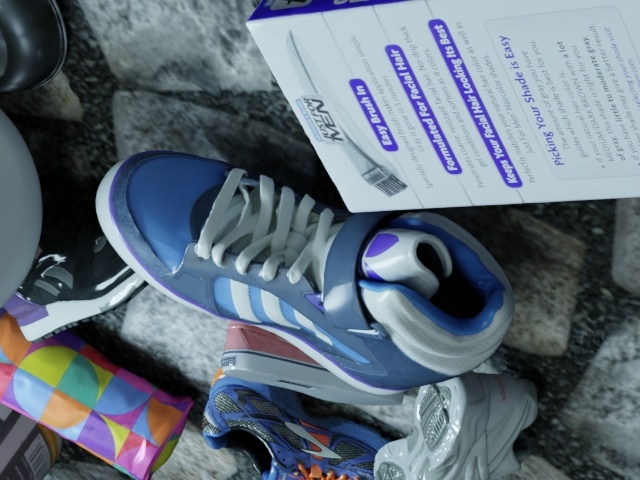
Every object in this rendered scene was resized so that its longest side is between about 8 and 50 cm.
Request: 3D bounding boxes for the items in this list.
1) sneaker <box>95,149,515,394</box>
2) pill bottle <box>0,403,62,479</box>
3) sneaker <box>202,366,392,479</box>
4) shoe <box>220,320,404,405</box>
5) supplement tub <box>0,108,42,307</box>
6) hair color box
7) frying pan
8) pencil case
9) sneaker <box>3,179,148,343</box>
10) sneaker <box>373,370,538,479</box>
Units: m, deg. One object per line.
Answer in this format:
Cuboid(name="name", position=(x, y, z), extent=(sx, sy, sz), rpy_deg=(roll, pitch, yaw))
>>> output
Cuboid(name="sneaker", position=(0.000, 0.001, 1.535), extent=(0.323, 0.130, 0.236), rpy_deg=(32, 154, -11))
Cuboid(name="pill bottle", position=(-0.391, 0.264, 1.990), extent=(0.162, 0.278, 0.162), rpy_deg=(19, 139, 17))
Cuboid(name="sneaker", position=(-0.015, 0.201, 1.824), extent=(0.221, 0.087, 0.083), rpy_deg=(27, 142, 6))
Cuboid(name="shoe", position=(-0.001, 0.091, 1.718), extent=(0.178, 0.081, 0.063), rpy_deg=(15, 163, -27))
Cuboid(name="supplement tub", position=(-0.403, -0.010, 1.723), extent=(0.228, 0.228, 0.316), rpy_deg=(46, 150, -18))
Cuboid(name="hair color box", position=(0.139, -0.124, 1.353), extent=(0.339, 0.110, 0.185), rpy_deg=(-3, 131, 34))
Cuboid(name="frying pan", position=(-0.262, -0.209, 1.583), extent=(0.197, 0.053, 0.326), rpy_deg=(44, 143, -17))
Cuboid(name="pencil case", position=(-0.239, 0.138, 1.903), extent=(0.236, 0.104, 0.104), rpy_deg=(32, 142, 3))
Cuboid(name="sneaker", position=(-0.219, 0.000, 1.735), extent=(0.124, 0.107, 0.283), rpy_deg=(50, 139, -13))
Cuboid(name="sneaker", position=(0.122, 0.194, 1.710), extent=(0.115, 0.090, 0.232), rpy_deg=(2, 144, -22))
